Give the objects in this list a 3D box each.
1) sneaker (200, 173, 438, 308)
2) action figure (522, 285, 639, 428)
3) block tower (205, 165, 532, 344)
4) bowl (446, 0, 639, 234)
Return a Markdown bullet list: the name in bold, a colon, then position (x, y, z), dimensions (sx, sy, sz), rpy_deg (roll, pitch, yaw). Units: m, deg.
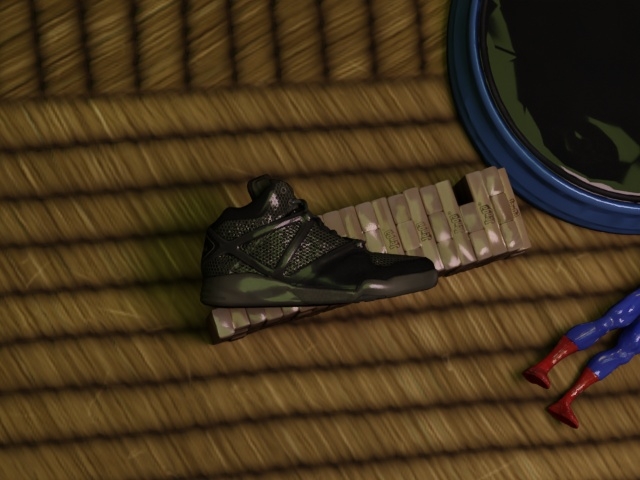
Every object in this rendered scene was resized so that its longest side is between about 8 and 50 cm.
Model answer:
- **sneaker**: position (0.000, 0.000, 1.542), dimensions (0.227, 0.087, 0.130), rpy_deg (0, 87, -1)
- **action figure**: position (0.352, 0.078, 1.637), dimensions (0.280, 0.139, 0.091), rpy_deg (-43, 115, -13)
- **block tower**: position (0.041, 0.013, 1.635), dimensions (0.335, 0.091, 0.097), rpy_deg (-17, 83, -9)
- **bowl**: position (0.329, -0.203, 1.710), dimensions (0.391, 0.077, 0.391), rpy_deg (1, 81, -6)
